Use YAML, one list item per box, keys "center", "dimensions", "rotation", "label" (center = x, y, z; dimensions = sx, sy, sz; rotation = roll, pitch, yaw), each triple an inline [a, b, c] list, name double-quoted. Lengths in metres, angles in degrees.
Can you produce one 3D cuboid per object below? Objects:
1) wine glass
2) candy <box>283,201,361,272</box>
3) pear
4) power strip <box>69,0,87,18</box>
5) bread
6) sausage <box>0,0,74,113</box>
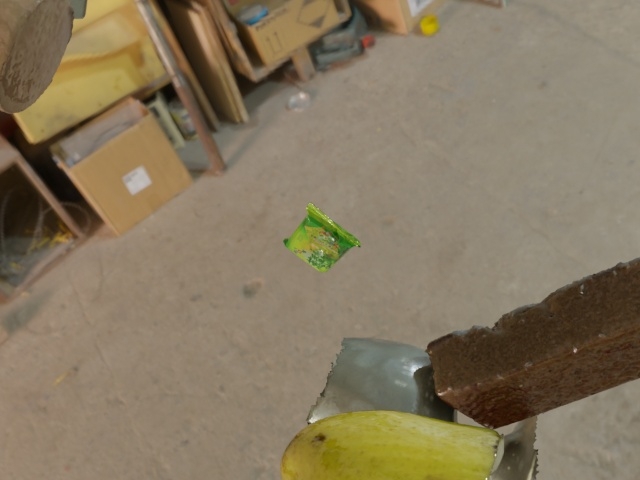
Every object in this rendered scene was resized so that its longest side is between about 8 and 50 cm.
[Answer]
- center: [0.143, 0.282, 1.148]
  dimensions: [0.322, 0.238, 0.238]
  rotation: [21, 55, 6]
  label: "wine glass"
- center: [-0.001, 0.001, 1.261]
  dimensions: [0.102, 0.178, 0.032]
  rotation: [33, 66, -4]
  label: "candy"
- center: [0.042, 0.236, 0.696]
  dimensions: [0.178, 0.267, 0.267]
  rotation: [33, 63, 10]
  label: "pear"
- center: [-0.299, -0.395, 0.895]
  dimensions: [0.059, 0.265, 0.194]
  rotation: [-4, 77, -21]
  label: "power strip"
- center: [0.358, 0.123, 1.025]
  dimensions: [0.416, 0.165, 0.113]
  rotation: [-27, 50, 25]
  label: "bread"
- center: [-0.357, -0.227, 0.696]
  dimensions: [0.252, 0.123, 0.123]
  rotation: [29, 58, -1]
  label: "sausage"
